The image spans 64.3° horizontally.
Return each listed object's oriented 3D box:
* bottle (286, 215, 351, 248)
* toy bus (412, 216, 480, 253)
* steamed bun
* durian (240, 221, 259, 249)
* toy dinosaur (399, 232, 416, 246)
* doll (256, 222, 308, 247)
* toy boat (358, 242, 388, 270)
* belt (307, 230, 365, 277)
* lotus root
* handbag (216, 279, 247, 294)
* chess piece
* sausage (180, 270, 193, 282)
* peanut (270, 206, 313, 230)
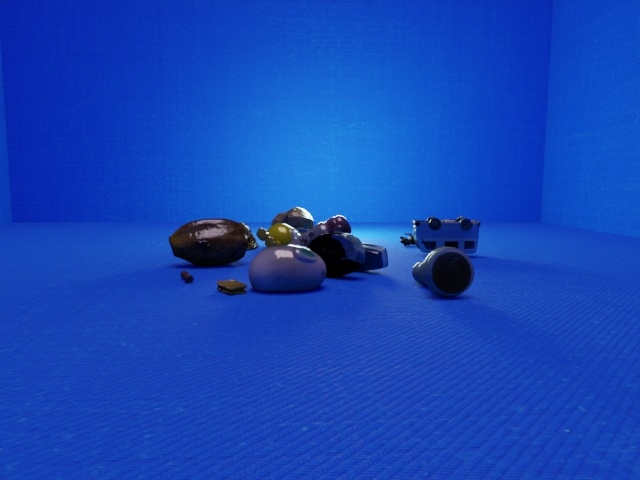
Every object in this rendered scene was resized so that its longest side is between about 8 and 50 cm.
[{"bbox_3d":[0.000,0.000,1.796,0.233,0.109,0.110,-32,0,13],"label":"bottle"},{"bbox_3d":[0.530,-0.018,2.174,0.272,0.164,0.133,1,6,6],"label":"toy bus"},{"bbox_3d":[-0.097,0.077,1.493,0.229,0.130,0.177,-2,6,-6],"label":"steamed bun"},{"bbox_3d":[-0.372,-0.008,2.349,0.139,0.144,0.252,-21,11,5],"label":"durian"},{"bbox_3d":[0.485,0.022,2.482,0.187,0.087,0.178,-16,47,-11],"label":"toy dinosaur"},{"bbox_3d":[-0.125,0.012,2.127,0.199,0.145,0.363,48,20,23],"label":"doll"},{"bbox_3d":[0.098,0.060,1.819,0.300,0.095,0.062,1,16,37],"label":"toy boat"},{"bbox_3d":[0.052,0.044,1.674,0.199,0.151,0.078,-4,2,32],"label":"belt"},{"bbox_3d":[-0.415,0.016,1.898,0.291,0.193,0.193,1,6,-17],"label":"lotus root"},{"bbox_3d":[-0.251,0.133,1.443,0.061,0.027,0.083,-3,9,-38],"label":"handbag"},{"bbox_3d":[0.330,0.095,1.498,0.139,0.138,0.272,-1,-5,-11],"label":"chess piece"},{"bbox_3d":[-0.424,0.113,1.610,0.026,0.026,0.116,-3,7,-25],"label":"sausage"},{"bbox_3d":[-0.129,-0.068,2.404,0.158,0.174,0.340,-45,16,-29],"label":"peanut"}]
